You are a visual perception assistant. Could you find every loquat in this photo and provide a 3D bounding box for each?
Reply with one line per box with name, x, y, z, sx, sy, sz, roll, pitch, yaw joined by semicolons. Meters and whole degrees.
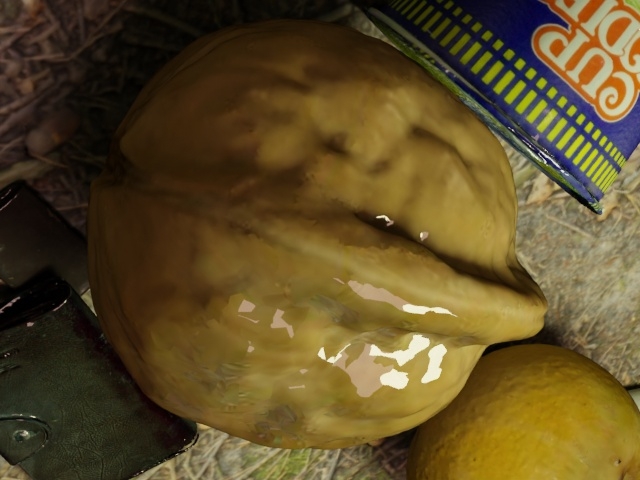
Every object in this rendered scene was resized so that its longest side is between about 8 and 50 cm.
loquat;0.225;0.254;2.062;0.275;0.275;0.274;-18;138;-18

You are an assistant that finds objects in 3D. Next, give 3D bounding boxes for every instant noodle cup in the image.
instant noodle cup;0.241;-0.227;1.606;0.312;0.284;0.284;-49;139;4

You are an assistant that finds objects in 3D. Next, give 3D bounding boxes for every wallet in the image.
wallet;-0.261;0.010;1.676;0.082;0.018;0.156;-38;140;4
wallet;-0.252;0.157;1.799;0.172;0.045;0.318;-27;142;3

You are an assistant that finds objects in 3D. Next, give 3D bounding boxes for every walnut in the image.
walnut;-0.015;0.002;1.554;0.384;0.383;0.383;-18;138;-18

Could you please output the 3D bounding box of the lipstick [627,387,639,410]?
lipstick;0.413;0.210;2.289;0.264;0.059;0.059;-8;134;-26
